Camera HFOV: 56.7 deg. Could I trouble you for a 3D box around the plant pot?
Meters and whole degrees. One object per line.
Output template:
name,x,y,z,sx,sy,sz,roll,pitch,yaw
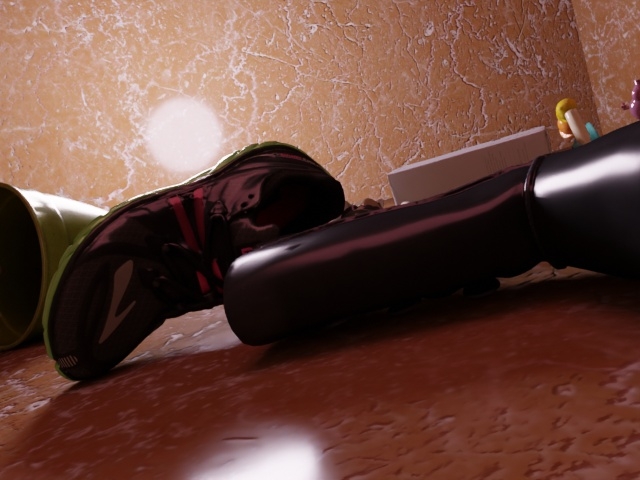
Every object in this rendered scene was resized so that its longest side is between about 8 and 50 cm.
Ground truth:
plant pot,-0.617,0.053,1.444,0.366,0.367,0.353,-13,-6,32

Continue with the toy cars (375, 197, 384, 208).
toy cars,0.000,0.000,1.343,0.393,0.087,0.176,-15,-16,-38

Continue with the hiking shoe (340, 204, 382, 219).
hiking shoe,0.129,0.018,0.844,0.226,0.086,0.114,5,56,20

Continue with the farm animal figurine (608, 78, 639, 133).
farm animal figurine,0.609,-0.156,0.817,0.326,0.172,0.330,-2,0,13

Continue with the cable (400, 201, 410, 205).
cable,0.193,-0.040,1.269,0.139,0.072,0.287,-21,5,0

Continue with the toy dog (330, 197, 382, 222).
toy dog,-0.009,-0.023,1.074,0.220,0.161,0.333,-31,-1,13

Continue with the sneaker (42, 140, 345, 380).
sneaker,-0.159,0.013,0.822,0.482,0.185,0.202,-40,42,-25

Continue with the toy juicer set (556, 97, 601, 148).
toy juicer set,0.637,-0.248,1.404,0.089,0.209,0.329,-23,2,18

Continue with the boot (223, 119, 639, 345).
boot,0.106,0.006,0.557,0.444,0.146,0.367,-11,-2,15

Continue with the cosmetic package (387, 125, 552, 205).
cosmetic package,0.387,-0.158,1.495,0.384,0.156,0.217,-13,7,22
